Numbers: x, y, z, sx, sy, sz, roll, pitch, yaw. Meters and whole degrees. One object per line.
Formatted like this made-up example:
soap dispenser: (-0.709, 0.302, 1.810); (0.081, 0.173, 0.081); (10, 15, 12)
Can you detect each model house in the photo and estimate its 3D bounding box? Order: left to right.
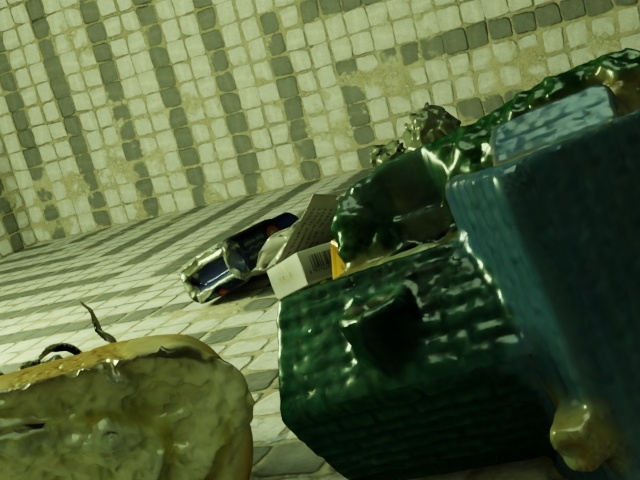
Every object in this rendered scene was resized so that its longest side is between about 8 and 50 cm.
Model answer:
model house: (0.161, 0.054, 0.794); (0.382, 0.335, 0.342); (-21, 5, 29)

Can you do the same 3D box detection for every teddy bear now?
teddy bear: (0.247, -0.100, 1.621); (0.357, 0.225, 0.367); (27, 9, -13)

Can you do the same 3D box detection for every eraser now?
eraser: (-0.162, 0.033, 1.888); (0.155, 0.102, 0.332); (-28, 1, 28)

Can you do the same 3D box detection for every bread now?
bread: (-0.222, 0.213, 0.850); (0.315, 0.212, 0.270); (-10, 1, -18)

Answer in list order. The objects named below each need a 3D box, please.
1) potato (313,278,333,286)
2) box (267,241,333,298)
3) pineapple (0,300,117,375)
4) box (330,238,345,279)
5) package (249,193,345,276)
potato: (0.073, 0.083, 1.377); (0.225, 0.090, 0.117); (-17, 10, -13)
box: (0.035, 0.036, 1.629); (0.233, 0.067, 0.149); (-17, -4, -28)
pineapple: (-0.356, 0.210, 1.060); (0.271, 0.263, 0.262); (-5, 4, -31)
box: (0.162, 0.049, 1.242); (0.174, 0.076, 0.274); (-23, 33, -29)
package: (0.000, 0.000, 1.717); (0.203, 0.062, 0.251); (-4, -33, -42)
